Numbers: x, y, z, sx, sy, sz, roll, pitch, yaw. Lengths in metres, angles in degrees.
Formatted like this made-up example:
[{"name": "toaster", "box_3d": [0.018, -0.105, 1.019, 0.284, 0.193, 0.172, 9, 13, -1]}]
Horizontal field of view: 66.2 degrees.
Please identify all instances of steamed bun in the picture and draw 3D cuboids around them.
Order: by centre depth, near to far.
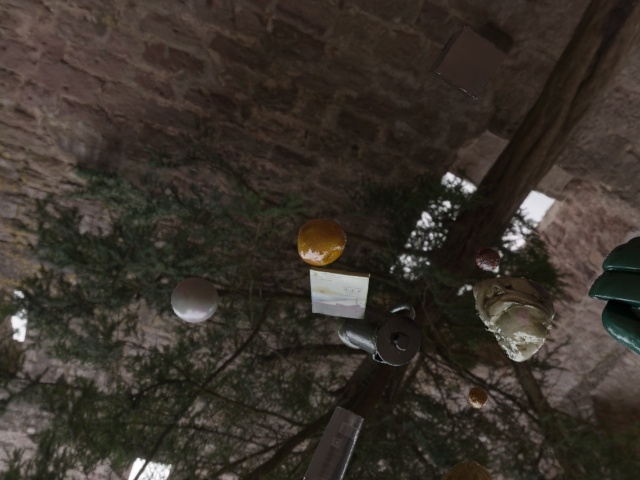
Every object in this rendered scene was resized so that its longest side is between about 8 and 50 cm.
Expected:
[{"name": "steamed bun", "box_3d": [0.640, 0.219, 1.588, 0.267, 0.207, 0.280, 57, -159, 3]}]

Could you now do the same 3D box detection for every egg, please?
[{"name": "egg", "box_3d": [-0.288, 0.136, 1.130, 0.103, 0.103, 0.135, 9, 174, -31]}]

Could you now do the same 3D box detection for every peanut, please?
[{"name": "peanut", "box_3d": [0.321, 0.684, 1.234, 0.306, 0.147, 0.147, -36, -120, -21]}]

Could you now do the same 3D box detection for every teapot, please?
[{"name": "teapot", "box_3d": [0.245, 0.330, 1.853, 0.200, 0.271, 0.337, 60, 162, -14]}]

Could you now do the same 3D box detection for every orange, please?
[{"name": "orange", "box_3d": [0.000, 0.000, 1.511, 0.159, 0.159, 0.136, -2, -133, -43]}, {"name": "orange", "box_3d": [0.604, 0.605, 1.889, 0.085, 0.085, 0.085, 20, -153, -11]}]

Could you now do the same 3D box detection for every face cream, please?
[{"name": "face cream", "box_3d": [0.031, 0.606, 1.367, 0.107, 0.073, 0.269, 29, -110, -11]}]

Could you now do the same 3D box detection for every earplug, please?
[{"name": "earplug", "box_3d": [0.673, 0.123, 0.982, 0.164, 0.279, 0.257, 13, 167, -25]}]

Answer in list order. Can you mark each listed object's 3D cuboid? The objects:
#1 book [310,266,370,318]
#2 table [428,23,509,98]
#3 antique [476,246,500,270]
[{"name": "book", "box_3d": [0.065, 0.188, 1.707, 0.202, 0.289, 0.026, 7, -127, 8]}, {"name": "table", "box_3d": [0.489, -0.597, 1.648, 0.169, 0.172, 0.193, 32, -162, -5]}, {"name": "antique", "box_3d": [0.717, 0.082, 2.100, 0.104, 0.104, 0.104, 20, -153, -11]}]
